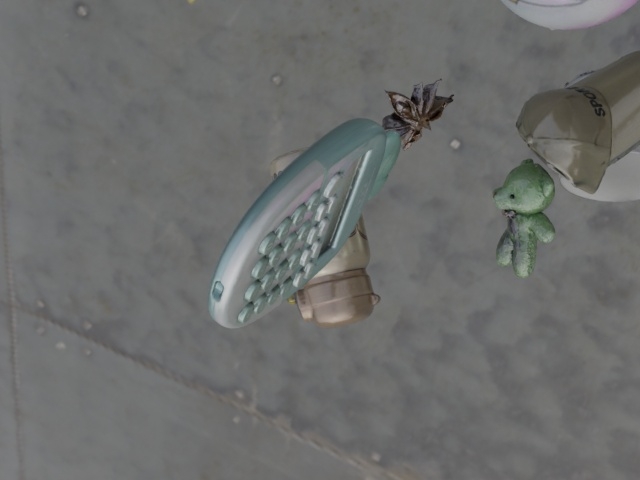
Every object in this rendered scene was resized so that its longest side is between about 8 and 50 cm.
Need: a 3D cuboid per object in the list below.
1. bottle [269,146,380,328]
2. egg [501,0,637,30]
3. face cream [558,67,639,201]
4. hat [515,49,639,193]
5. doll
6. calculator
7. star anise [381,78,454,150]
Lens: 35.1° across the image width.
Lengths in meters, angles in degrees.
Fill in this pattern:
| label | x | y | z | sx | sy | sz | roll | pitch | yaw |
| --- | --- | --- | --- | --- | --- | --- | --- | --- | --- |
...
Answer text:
| label | x | y | z | sx | sy | sz | roll | pitch | yaw |
| --- | --- | --- | --- | --- | --- | --- | --- | --- | --- |
| bottle | 0.000 | 0.000 | 1.192 | 0.110 | 0.097 | 0.209 | -12 | 82 | 2 |
| egg | 0.254 | -0.336 | 0.970 | 0.196 | 0.196 | 0.271 | 27 | 137 | 12 |
| face cream | 0.456 | -0.163 | 1.561 | 0.177 | 0.152 | 0.177 | 4 | 158 | 2 |
| hat | 0.304 | -0.155 | 1.133 | 0.175 | 0.085 | 0.147 | -39 | 58 | 8 |
| doll | 0.257 | -0.027 | 1.301 | 0.078 | 0.115 | 0.150 | -1 | 111 | -16 |
| calculator | -0.010 | -0.024 | 0.953 | 0.042 | 0.295 | 0.184 | 33 | 131 | 16 |
| star anise | 0.125 | -0.186 | 1.432 | 0.124 | 0.129 | 0.056 | -46 | 56 | 16 |
